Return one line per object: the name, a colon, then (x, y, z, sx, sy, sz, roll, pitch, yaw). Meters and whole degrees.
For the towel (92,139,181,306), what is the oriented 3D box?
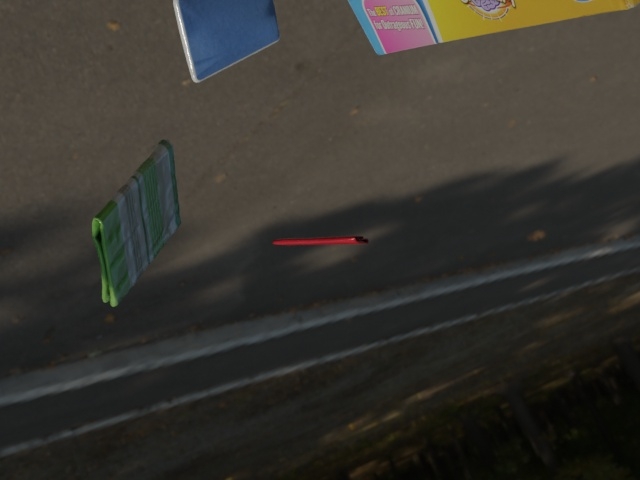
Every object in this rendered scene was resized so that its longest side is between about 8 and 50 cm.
towel: (-0.186, -0.021, 0.894, 0.152, 0.023, 0.113, -61, 157, -50)

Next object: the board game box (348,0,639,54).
board game box: (0.184, -0.232, 0.632, 0.242, 0.064, 0.316, -37, -162, -15)

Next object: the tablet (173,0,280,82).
tablet: (-0.057, -0.138, 0.552, 0.006, 0.054, 0.083, 13, -143, 37)

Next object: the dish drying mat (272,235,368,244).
dish drying mat: (0.000, 0.000, 0.811, 0.083, 0.008, 0.032, -1, 179, 27)
